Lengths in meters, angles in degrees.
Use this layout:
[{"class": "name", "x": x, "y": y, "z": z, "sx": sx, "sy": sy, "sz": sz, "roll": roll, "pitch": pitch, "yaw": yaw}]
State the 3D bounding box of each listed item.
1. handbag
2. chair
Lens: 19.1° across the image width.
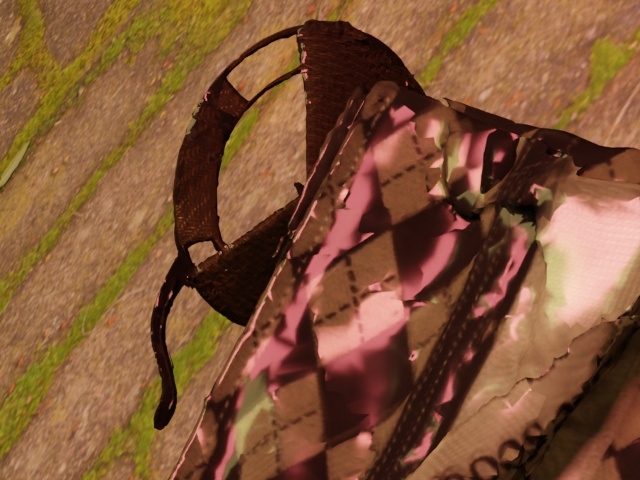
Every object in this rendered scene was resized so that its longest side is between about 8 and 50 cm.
[{"class": "handbag", "x": 0.148, "y": 0.094, "z": 0.616, "sx": 0.416, "sy": 0.180, "sz": 0.316, "roll": 5, "pitch": 61, "yaw": 44}, {"class": "chair", "x": 0.000, "y": 0.000, "z": 1.018, "sx": 0.149, "sy": 0.174, "sz": 0.213, "roll": -33, "pitch": 46, "yaw": 32}]
